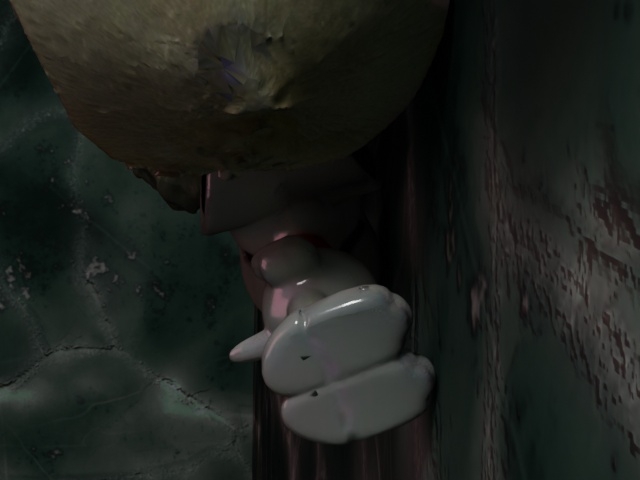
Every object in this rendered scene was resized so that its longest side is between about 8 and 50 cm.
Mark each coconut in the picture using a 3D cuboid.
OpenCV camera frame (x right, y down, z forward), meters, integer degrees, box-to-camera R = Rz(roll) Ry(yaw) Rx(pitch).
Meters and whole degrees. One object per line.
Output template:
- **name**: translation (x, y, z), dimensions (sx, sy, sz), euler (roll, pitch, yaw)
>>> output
- **coconut**: translation (-0.049, -0.140, 0.630), dimensions (0.230, 0.227, 0.227), euler (-91, 5, -49)

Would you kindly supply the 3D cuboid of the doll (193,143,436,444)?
- **doll**: translation (-0.005, -0.014, 0.742), dimensions (0.271, 0.144, 0.208), euler (-105, -4, -80)

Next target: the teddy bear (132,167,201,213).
- **teddy bear**: translation (-0.078, -0.252, 0.972), dimensions (0.367, 0.224, 0.357), euler (-44, -48, -41)
